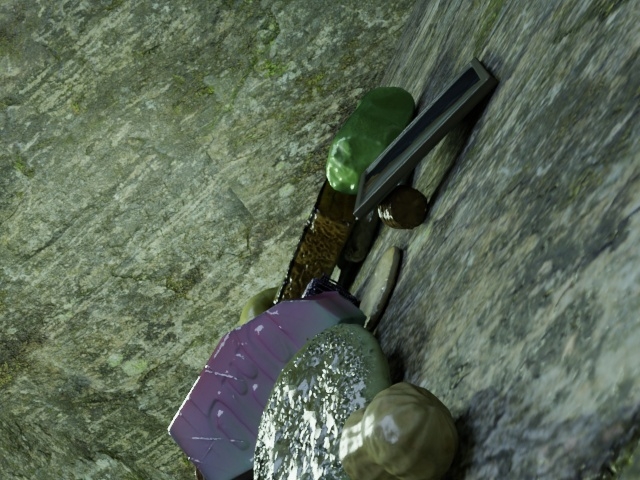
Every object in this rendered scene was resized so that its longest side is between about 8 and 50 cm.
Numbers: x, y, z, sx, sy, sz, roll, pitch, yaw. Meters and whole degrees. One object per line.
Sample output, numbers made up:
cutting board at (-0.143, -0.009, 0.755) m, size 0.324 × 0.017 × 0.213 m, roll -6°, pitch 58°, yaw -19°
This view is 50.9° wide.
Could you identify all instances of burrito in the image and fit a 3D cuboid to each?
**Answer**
burrito at (0.097, -0.042, 1.345) m, size 0.188 × 0.044 × 0.058 m, roll -65°, pitch 14°, yaw 0°

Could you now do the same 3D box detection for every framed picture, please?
framed picture at (0.148, -0.156, 1.000) m, size 0.265 × 0.018 × 0.192 m, roll -46°, pitch 11°, yaw 20°

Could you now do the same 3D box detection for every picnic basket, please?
picnic basket at (0.115, -0.049, 0.994) m, size 0.072 × 0.072 × 0.083 m, roll -68°, pitch 15°, yaw -5°

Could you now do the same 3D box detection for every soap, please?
soap at (-0.069, 0.213, 1.002) m, size 0.324 × 0.192 × 0.109 m, roll -57°, pitch -28°, yaw 11°

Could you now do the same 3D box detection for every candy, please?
candy at (0.109, -0.211, 1.389) m, size 0.344 × 0.131 × 0.142 m, roll -61°, pitch -19°, yaw -55°

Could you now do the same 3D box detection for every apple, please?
apple at (-0.096, 0.202, 1.542) m, size 0.200 × 0.199 × 0.200 m, roll -157°, pitch 90°, yaw -85°

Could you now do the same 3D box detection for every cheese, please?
cheese at (0.055, 0.042, 1.449) m, size 0.097 × 0.037 × 0.192 m, roll 116°, pitch 175°, yaw -45°

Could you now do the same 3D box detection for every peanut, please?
peanut at (0.060, 0.169, 0.572) m, size 0.187 × 0.082 × 0.082 m, roll 119°, pitch 173°, yaw -60°

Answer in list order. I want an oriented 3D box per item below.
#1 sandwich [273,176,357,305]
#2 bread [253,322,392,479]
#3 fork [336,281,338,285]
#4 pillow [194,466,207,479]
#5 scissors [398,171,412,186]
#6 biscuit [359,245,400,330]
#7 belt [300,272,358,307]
sandwich at (0.002, 0.001, 1.437) m, size 0.249 × 0.095 × 0.273 m, roll -71°, pitch 3°, yaw -59°
bread at (-0.008, 0.222, 0.800) m, size 0.267 × 0.040 × 0.267 m, roll -44°, pitch 32°, yaw 37°
fork at (0.027, 0.135, 1.483) m, size 0.012 × 0.016 × 0.115 m, roll -31°, pitch 29°, yaw 42°
pillow at (-0.153, 0.429, 1.118) m, size 0.126 × 0.043 × 0.233 m, roll -45°, pitch -61°, yaw -73°
scissors at (0.156, -0.136, 1.229) m, size 0.101 × 0.027 × 0.204 m, roll 111°, pitch 179°, yaw -45°
biscuit at (0.086, 0.077, 1.040) m, size 0.152 × 0.020 × 0.152 m, roll -157°, pitch 90°, yaw -85°
belt at (-0.035, 0.204, 1.218) m, size 0.260 × 0.122 × 0.325 m, roll -65°, pitch 2°, yaw -26°
